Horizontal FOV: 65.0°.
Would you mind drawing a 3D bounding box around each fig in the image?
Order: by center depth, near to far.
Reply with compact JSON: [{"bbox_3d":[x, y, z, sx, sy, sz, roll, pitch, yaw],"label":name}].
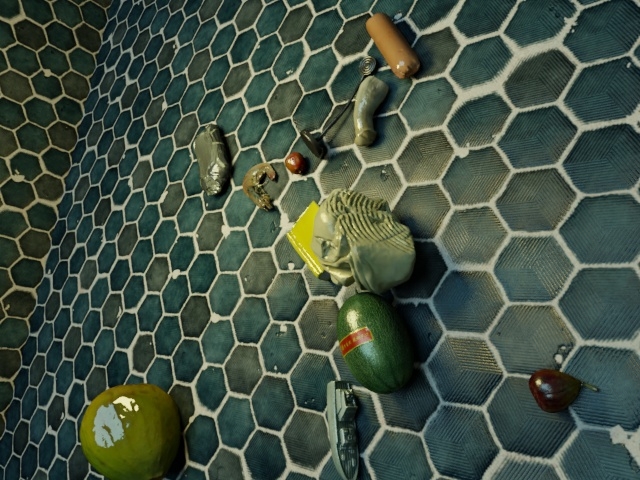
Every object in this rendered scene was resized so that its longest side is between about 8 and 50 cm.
[{"bbox_3d":[0.505,0.304,1.045,0.125,0.089,0.089,-17,62,7],"label":"fig"},{"bbox_3d":[-0.639,0.670,1.717,0.343,0.343,0.344,-14,67,36],"label":"fig"}]

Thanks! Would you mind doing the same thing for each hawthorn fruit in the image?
[{"bbox_3d":[-0.084,-0.265,1.728,0.077,0.077,0.077,-14,67,36],"label":"hawthorn fruit"}]

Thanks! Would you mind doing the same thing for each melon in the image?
[{"bbox_3d":[0.135,0.250,1.293,0.182,0.182,0.288,-36,54,26],"label":"melon"}]

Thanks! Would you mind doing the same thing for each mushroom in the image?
[{"bbox_3d":[0.147,-0.403,1.573,0.081,0.092,0.223,128,157,-78],"label":"mushroom"}]

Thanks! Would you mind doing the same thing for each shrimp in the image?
[{"bbox_3d":[-0.212,-0.197,1.821,0.143,0.052,0.251,-49,50,13],"label":"shrimp"}]

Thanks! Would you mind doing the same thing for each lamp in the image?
[{"bbox_3d":[0.062,-0.446,1.639,0.371,0.108,0.130,-52,53,13],"label":"lamp"}]

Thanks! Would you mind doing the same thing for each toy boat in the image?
[{"bbox_3d":[0.065,0.504,1.334,0.085,0.078,0.261,-33,53,45],"label":"toy boat"}]

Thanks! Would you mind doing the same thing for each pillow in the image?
[{"bbox_3d":[-0.443,-0.332,2.032,0.161,0.092,0.335,-40,54,29],"label":"pillow"}]

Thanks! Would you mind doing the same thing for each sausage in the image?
[{"bbox_3d":[0.226,-0.616,1.578,0.086,0.086,0.289,-38,53,24],"label":"sausage"}]

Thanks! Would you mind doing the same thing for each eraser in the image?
[{"bbox_3d":[0.000,0.000,1.566,0.158,0.069,0.226,-50,50,12],"label":"eraser"}]

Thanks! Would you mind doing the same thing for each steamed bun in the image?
[{"bbox_3d":[0.114,0.022,1.352,0.289,0.276,0.203,24,128,10],"label":"steamed bun"}]
